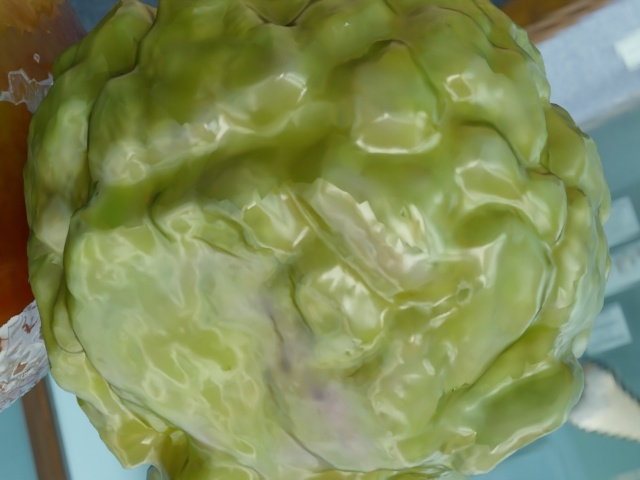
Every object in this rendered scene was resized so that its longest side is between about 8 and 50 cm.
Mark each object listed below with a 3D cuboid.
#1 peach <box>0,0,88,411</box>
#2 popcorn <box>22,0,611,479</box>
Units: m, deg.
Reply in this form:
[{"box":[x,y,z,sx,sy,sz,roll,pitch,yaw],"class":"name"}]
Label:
[{"box":[-0.271,-0.036,0.732,0.373,0.372,0.289,1,131,-40],"class":"peach"},{"box":[0.000,0.000,0.641,0.259,0.259,0.212,-37,-169,46],"class":"popcorn"}]
